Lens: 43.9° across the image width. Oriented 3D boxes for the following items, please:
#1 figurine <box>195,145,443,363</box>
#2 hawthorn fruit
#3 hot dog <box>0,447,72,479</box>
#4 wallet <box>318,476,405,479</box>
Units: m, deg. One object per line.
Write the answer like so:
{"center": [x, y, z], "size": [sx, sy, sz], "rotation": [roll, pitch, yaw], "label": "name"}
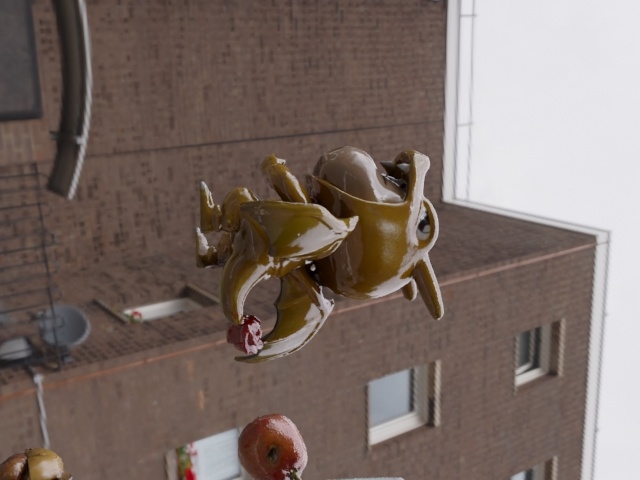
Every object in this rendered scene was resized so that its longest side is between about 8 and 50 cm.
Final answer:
{"center": [-0.006, 0.018, 1.297], "size": [0.268, 0.387, 0.400], "rotation": [-109, -160, -46], "label": "figurine"}
{"center": [-0.066, 0.514, 1.796], "size": [0.285, 0.165, 0.165], "rotation": [36, -52, 31], "label": "hawthorn fruit"}
{"center": [-0.610, 0.490, 1.593], "size": [0.107, 0.194, 0.326], "rotation": [54, -40, -2], "label": "hot dog"}
{"center": [0.103, 0.546, 1.254], "size": [0.083, 0.252, 0.360], "rotation": [-57, -142, 30], "label": "wallet"}
